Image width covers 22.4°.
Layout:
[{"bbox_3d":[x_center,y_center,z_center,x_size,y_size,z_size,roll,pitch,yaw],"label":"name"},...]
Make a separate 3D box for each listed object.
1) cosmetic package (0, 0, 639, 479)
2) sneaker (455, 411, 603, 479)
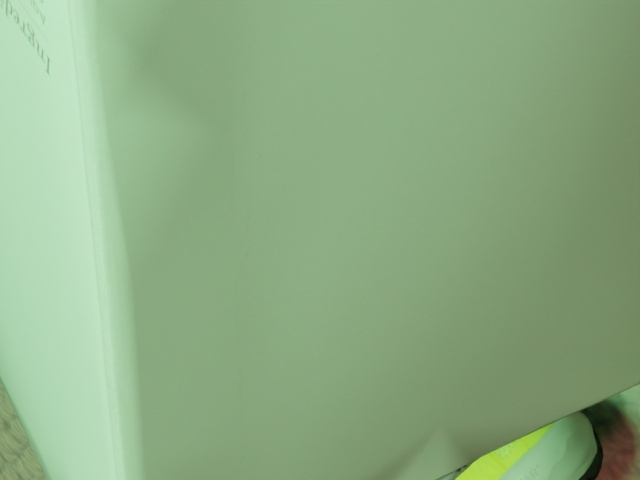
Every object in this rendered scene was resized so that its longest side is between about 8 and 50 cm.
[{"bbox_3d":[0.004,-0.085,0.427,0.156,0.217,0.385,54,154,32],"label":"cosmetic package"},{"bbox_3d":[-0.011,0.127,0.936,0.385,0.145,0.147,-13,112,47],"label":"sneaker"}]
